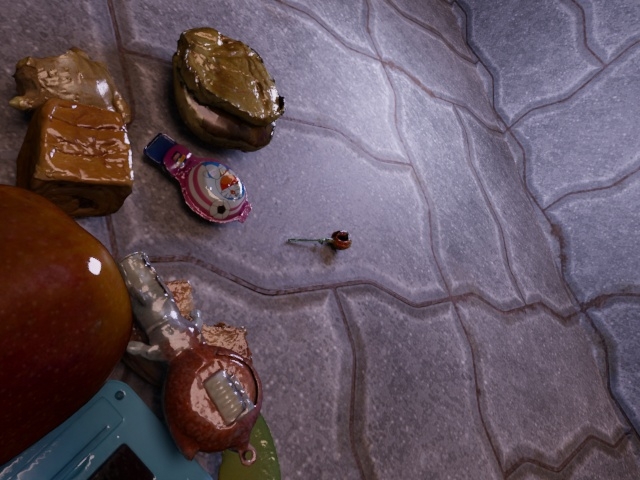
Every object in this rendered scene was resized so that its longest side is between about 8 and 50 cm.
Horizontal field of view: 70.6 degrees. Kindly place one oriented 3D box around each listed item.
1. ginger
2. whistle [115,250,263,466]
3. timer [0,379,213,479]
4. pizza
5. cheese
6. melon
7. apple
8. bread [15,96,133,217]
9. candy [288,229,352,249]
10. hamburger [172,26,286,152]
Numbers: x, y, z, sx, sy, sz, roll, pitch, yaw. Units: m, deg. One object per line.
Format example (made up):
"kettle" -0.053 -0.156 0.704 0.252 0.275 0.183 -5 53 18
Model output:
"ginger" -0.444 -0.255 0.795 0.216 0.102 0.157 -41 122 -53
"whistle" -0.190 0.172 0.653 0.142 0.134 0.346 -31 86 -26
"timer" -0.278 0.337 0.563 0.250 0.091 0.232 49 34 -3
"pizza" -0.224 0.171 0.750 0.305 0.085 0.161 40 66 -16
"cheese" -0.244 -0.127 0.934 0.244 0.062 0.155 40 46 -18
"melon" -0.121 0.366 0.721 0.114 0.053 0.262 -3 82 -14
"apple" -0.373 0.094 0.500 0.288 0.288 0.317 46 26 -12
"bread" -0.390 -0.123 0.725 0.149 0.158 0.143 6 60 -46
"candy" 0.000 0.000 1.110 0.184 0.049 0.055 -1 35 -35
"hamburger" -0.216 -0.338 1.043 0.265 0.134 0.285 8 54 -32
